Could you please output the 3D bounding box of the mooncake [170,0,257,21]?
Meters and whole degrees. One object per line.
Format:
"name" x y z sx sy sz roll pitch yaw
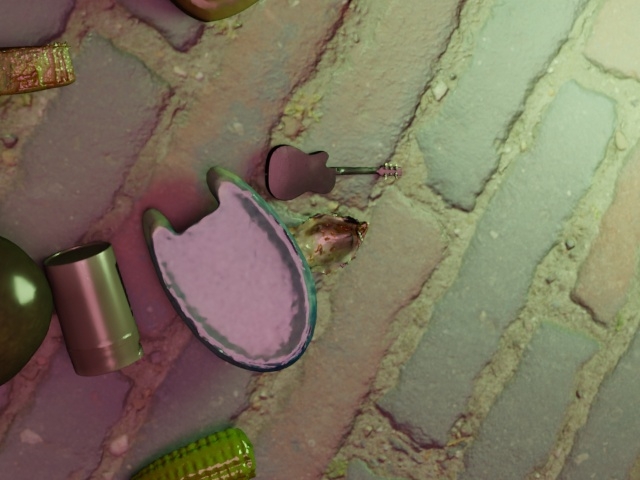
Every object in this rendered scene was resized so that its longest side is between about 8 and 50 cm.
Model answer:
"mooncake" -0.156 -0.433 1.681 0.234 0.117 0.235 -4 101 -20

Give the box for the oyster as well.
"oyster" 0.009 0.002 1.860 0.148 0.051 0.103 -9 108 -1

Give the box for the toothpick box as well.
"toothpick box" -0.341 0.104 1.733 0.111 0.111 0.181 -18 105 -14

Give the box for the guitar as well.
"guitar" 0.023 -0.110 1.855 0.233 0.025 0.088 -1 101 -18

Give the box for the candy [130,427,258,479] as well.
"candy" -0.207 0.370 1.848 0.209 0.097 0.097 -17 106 -8

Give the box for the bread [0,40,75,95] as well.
"bread" -0.417 -0.242 1.623 0.140 0.128 0.069 -9 99 -18

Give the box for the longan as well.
"longan" -0.504 0.093 1.625 0.246 0.215 0.246 0 95 3

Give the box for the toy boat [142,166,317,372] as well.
"toy boat" -0.133 0.055 1.808 0.215 0.123 0.330 -37 98 -4
